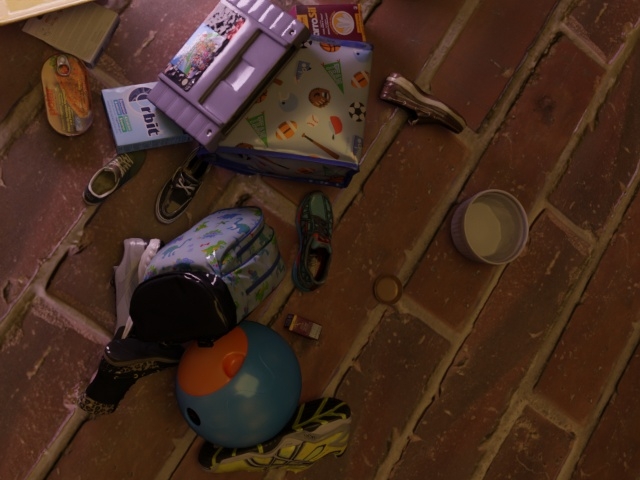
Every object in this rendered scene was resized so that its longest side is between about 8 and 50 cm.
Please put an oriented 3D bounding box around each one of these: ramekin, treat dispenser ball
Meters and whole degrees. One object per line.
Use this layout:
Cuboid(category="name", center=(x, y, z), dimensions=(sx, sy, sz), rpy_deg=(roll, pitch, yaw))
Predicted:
Cuboid(category="ramekin", center=(0.459, -0.034, 2.069), dimensions=(0.207, 0.109, 0.207), rpy_deg=(2, 86, -20))
Cuboid(category="treat dispenser ball", center=(-0.186, 0.326, 1.709), dimensions=(0.288, 0.288, 0.288), rpy_deg=(2, 85, -20))

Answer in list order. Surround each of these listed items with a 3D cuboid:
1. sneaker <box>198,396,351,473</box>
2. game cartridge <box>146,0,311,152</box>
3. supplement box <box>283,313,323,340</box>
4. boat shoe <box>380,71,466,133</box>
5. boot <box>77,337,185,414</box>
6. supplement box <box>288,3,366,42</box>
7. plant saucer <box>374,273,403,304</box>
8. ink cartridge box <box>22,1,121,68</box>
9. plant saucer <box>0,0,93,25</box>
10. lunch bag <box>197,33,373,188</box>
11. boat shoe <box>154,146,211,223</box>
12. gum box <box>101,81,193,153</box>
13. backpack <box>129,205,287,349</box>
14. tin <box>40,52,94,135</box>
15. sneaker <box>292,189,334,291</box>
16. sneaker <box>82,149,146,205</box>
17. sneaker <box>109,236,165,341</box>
Cuboid(category="sneaker", center=(-0.101, 0.507, 1.810), dimensions=(0.384, 0.145, 0.147), rpy_deg=(-12, 110, -12))
Cuboid(category="game cartridge", center=(-0.218, -0.402, 1.714), dimensions=(0.230, 0.068, 0.355), rpy_deg=(39, 90, 19))
Cuboid(category="supplement box", center=(-0.044, 0.220, 1.894), dimensions=(0.083, 0.055, 0.043), rpy_deg=(24, 78, -18))
Cuboid(category="boat shoe", center=(0.274, -0.352, 2.046), dimensions=(0.257, 0.095, 0.095), rpy_deg=(31, 90, -9))
Cuboid(category="boot", center=(-0.434, 0.309, 1.728), dimensions=(0.236, 0.085, 0.179), rpy_deg=(8, 122, -55))
Cuboid(category="supplement box", center=(0.014, -0.556, 1.963), dimensions=(0.188, 0.081, 0.104), rpy_deg=(-8, 89, -20))
Cuboid(category="plant saucer", center=(0.180, 0.131, 2.004), dimensions=(0.083, 0.015, 0.083), rpy_deg=(2, 85, -21))
Cuboid(category="ink cartridge box", center=(-0.588, -0.507, 1.773), dimensions=(0.179, 0.045, 0.145), rpy_deg=(25, 78, 2))
Cuboid(category="plant saucer", center=(-0.643, -0.664, 1.718), dimensions=(0.332, 0.081, 0.333), rpy_deg=(-23, 87, -20))
Cuboid(category="lunch bag", center=(-0.090, -0.320, 1.809), dimensions=(0.385, 0.239, 0.328), rpy_deg=(7, 78, -7))
Cuboid(category="boat shoe", center=(-0.329, -0.141, 1.811), dimensions=(0.077, 0.070, 0.219), rpy_deg=(32, 76, -15))
Cuboid(category="gum box", center=(-0.412, -0.298, 1.785), dimensions=(0.184, 0.041, 0.157), rpy_deg=(-13, 71, -21))
Cuboid(category="backpack", center=(-0.229, 0.071, 1.697), dimensions=(0.355, 0.290, 0.273), rpy_deg=(-19, 97, -53))
Cuboid(category="tin", center=(-0.587, -0.337, 1.734), dimensions=(0.106, 0.040, 0.190), rpy_deg=(-8, 100, -18))
Cuboid(category="sneaker", center=(0.000, 0.000, 1.890), dimensions=(0.104, 0.125, 0.262), rpy_deg=(6, 84, -20))
Cuboid(category="sneaker", center=(-0.476, -0.158, 1.750), dimensions=(0.064, 0.086, 0.192), rpy_deg=(46, 73, -11))
Cuboid(category="sneaker", center=(-0.443, 0.122, 1.747), dimensions=(0.108, 0.100, 0.272), rpy_deg=(13, 83, 5))
